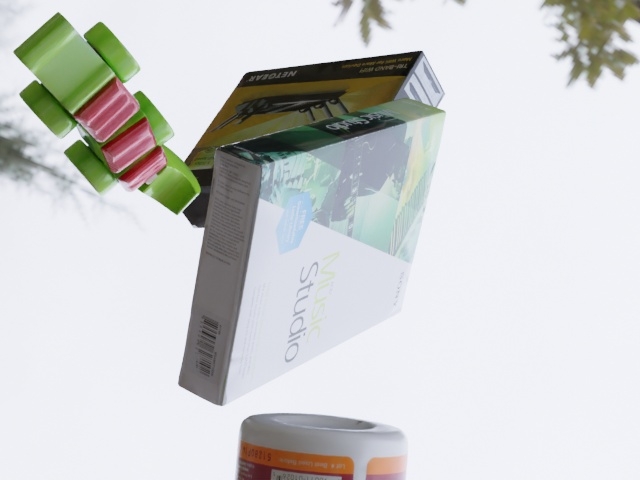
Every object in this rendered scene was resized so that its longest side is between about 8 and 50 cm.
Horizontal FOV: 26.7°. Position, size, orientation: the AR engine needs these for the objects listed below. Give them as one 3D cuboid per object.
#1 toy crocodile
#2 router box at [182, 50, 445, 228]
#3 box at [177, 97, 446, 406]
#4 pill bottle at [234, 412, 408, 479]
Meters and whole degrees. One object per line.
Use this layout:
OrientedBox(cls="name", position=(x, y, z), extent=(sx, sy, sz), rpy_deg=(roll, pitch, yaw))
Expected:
OrientedBox(cls="toy crocodile", position=(-0.220, -0.124, 1.418), extent=(0.115, 0.340, 0.105), rpy_deg=(-41, -116, -8))
OrientedBox(cls="router box", position=(-0.021, -0.131, 1.778), extent=(0.309, 0.081, 0.243), rpy_deg=(-2, -135, 38))
OrientedBox(cls="box", position=(0.000, 0.000, 1.274), extent=(0.058, 0.322, 0.232), rpy_deg=(23, -65, 26))
OrientedBox(cls="pill bottle", position=(-0.006, 0.237, 0.944), extent=(0.121, 0.121, 0.221), rpy_deg=(3, -92, 53))
